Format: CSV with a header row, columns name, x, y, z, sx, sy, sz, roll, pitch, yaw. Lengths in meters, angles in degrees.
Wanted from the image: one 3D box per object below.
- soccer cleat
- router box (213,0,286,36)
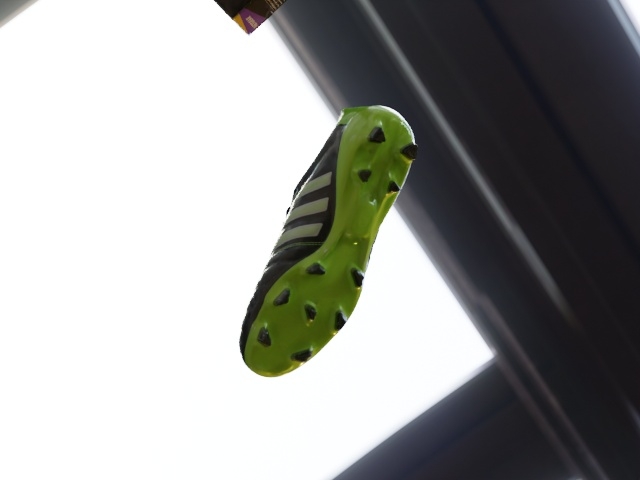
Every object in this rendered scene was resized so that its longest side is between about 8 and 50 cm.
name,x,y,z,sx,sy,sz,roll,pitch,yaw
soccer cleat,0.000,0.000,1.094,0.179,0.060,0.072,-62,-154,-3
router box,-0.095,-0.405,1.867,0.243,0.309,0.081,-43,168,3
